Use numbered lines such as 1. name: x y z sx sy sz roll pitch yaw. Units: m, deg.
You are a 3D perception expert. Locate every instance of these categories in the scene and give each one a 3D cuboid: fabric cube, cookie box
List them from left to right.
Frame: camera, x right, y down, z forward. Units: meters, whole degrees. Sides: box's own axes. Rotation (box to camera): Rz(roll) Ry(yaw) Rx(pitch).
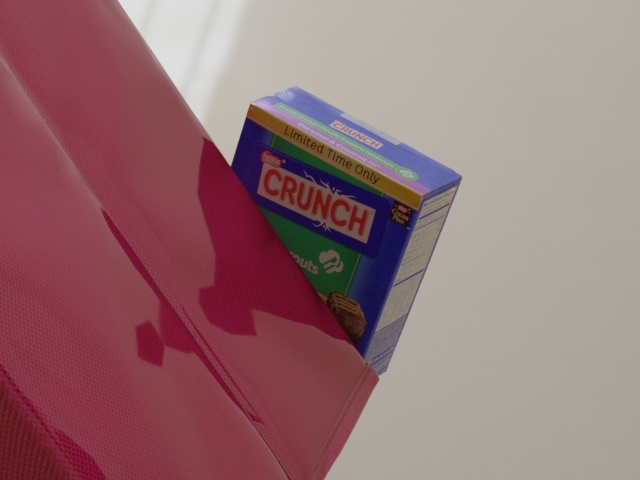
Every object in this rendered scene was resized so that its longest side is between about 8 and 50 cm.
1. fabric cube: -0.170 0.050 0.588 0.258 0.254 0.259 57 20 -7
2. cookie box: 0.000 0.000 0.702 0.040 0.092 0.107 -29 143 -56
